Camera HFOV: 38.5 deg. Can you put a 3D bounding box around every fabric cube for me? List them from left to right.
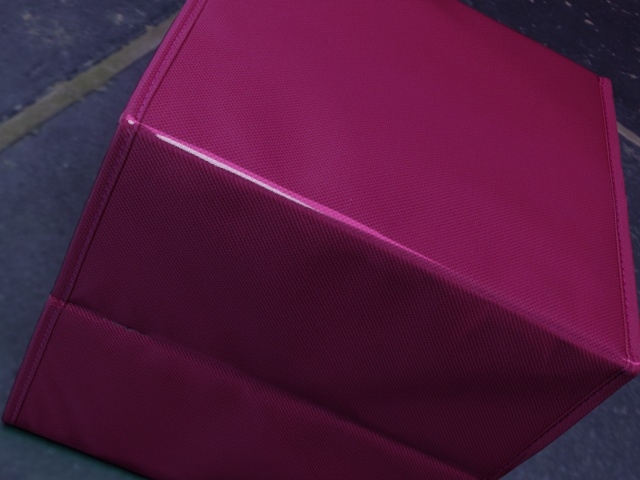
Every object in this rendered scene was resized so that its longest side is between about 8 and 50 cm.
[{"bbox_3d":[0.000,0.000,0.558,0.258,0.259,0.254,25,42,-11],"label":"fabric cube"}]
